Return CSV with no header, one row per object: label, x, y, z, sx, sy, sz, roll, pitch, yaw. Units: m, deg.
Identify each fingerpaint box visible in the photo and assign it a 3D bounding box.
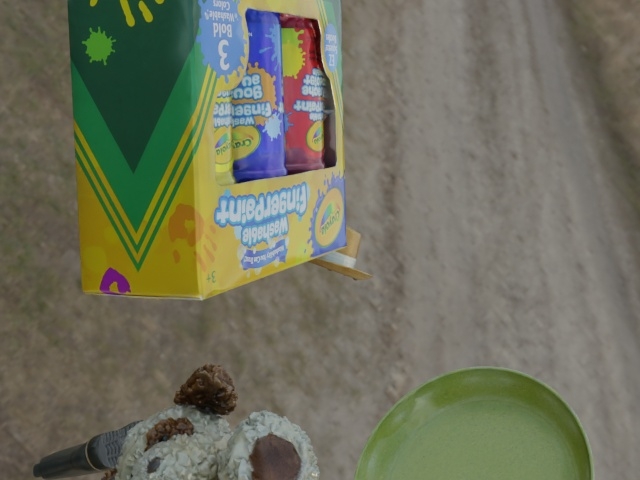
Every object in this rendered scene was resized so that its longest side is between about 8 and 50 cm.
fingerpaint box,-0.113,-0.145,1.377,0.445,0.163,0.371,-17,107,-67

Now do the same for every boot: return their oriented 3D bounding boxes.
boot,-0.342,0.336,1.766,0.198,0.137,0.076,19,55,-60

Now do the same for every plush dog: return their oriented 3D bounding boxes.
plush dog,-0.117,0.261,1.150,0.225,0.262,0.210,42,3,33

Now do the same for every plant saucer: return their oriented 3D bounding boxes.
plant saucer,0.145,0.236,1.061,0.037,0.241,0.241,49,17,-46

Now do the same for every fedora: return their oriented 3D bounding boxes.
fedora,0.000,0.000,1.740,0.194,0.079,0.194,20,-1,1
